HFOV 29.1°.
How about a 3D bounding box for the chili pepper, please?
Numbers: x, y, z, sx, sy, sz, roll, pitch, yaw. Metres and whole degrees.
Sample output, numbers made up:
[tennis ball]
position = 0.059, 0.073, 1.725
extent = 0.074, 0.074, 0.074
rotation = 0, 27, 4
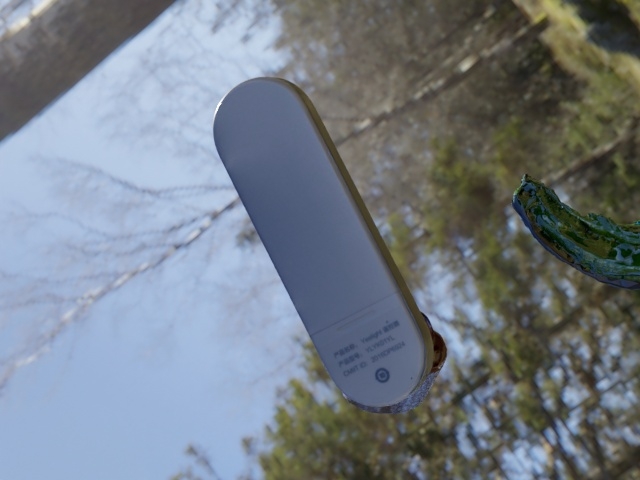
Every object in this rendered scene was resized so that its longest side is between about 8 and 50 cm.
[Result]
[chili pepper]
position = 0.303, -0.020, 1.026
extent = 0.122, 0.279, 0.065
rotation = 53, -138, -33

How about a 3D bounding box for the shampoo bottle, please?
[shampoo bottle]
position = 0.077, 0.128, 1.296
extent = 0.260, 0.102, 0.064
rotation = 96, 178, -72

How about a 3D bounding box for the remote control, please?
[remote control]
position = 0.000, 0.000, 0.847
extent = 0.245, 0.077, 0.022
rotation = 63, -160, 5
